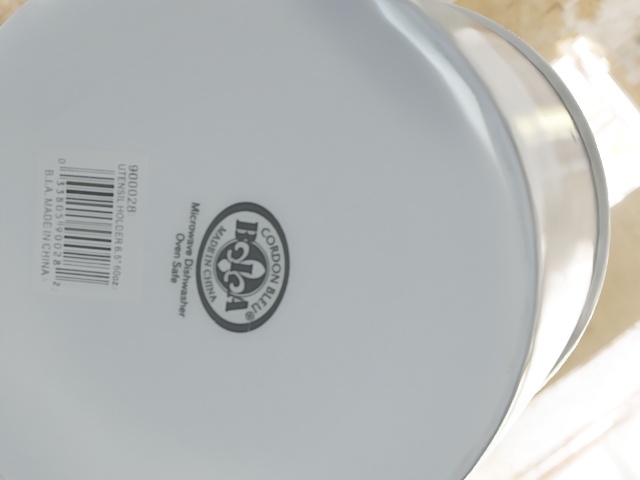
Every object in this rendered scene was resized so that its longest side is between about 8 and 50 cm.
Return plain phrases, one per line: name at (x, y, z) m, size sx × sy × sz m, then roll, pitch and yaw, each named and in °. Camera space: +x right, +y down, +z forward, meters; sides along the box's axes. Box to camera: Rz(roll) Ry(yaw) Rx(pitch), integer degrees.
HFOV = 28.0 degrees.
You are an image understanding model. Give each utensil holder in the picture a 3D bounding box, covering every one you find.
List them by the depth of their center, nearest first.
utensil holder at (0.000, 0.000, 0.757) m, size 0.327 × 0.327 × 0.385 m, roll 53°, pitch -166°, yaw 6°
